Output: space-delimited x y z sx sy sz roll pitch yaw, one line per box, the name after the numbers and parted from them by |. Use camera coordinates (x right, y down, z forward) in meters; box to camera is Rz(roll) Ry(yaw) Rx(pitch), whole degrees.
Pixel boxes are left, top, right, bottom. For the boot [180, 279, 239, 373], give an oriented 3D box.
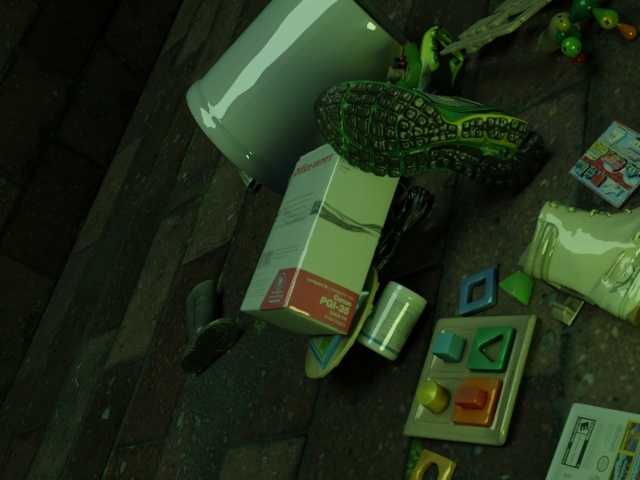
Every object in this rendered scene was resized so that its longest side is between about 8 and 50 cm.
-0.237 0.164 1.865 0.189 0.076 0.208 -38 26 28 | boot

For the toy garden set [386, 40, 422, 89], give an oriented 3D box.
0.127 -0.244 1.575 0.204 0.049 0.244 -91 9 -58 | toy garden set

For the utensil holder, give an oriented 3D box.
-0.028 -0.335 1.773 0.385 0.327 0.327 -45 30 17 | utensil holder

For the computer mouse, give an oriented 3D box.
0.054 -0.056 1.546 0.272 0.072 0.188 32 85 32 | computer mouse

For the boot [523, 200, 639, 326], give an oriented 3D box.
0.351 -0.025 1.024 0.165 0.077 0.213 27 88 37 | boot

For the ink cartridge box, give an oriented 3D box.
0.000 0.000 1.376 0.207 0.117 0.283 -14 53 66 | ink cartridge box

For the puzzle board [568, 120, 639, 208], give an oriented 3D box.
0.398 -0.106 1.163 0.096 0.011 0.128 -51 28 12 | puzzle board

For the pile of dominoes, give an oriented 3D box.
0.331 -0.375 1.474 0.196 0.040 0.251 -38 14 -14 | pile of dominoes

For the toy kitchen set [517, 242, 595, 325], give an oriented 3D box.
0.295 0.057 1.087 0.068 0.075 0.083 -59 23 -2 | toy kitchen set

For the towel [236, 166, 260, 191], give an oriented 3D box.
-0.114 -0.307 2.165 0.324 0.056 0.312 -49 28 13 | towel

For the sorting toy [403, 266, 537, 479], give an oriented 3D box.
0.190 0.180 1.160 0.196 0.047 0.347 -13 50 53 | sorting toy

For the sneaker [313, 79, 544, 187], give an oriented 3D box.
0.154 -0.163 1.309 0.146 0.343 0.134 -108 33 -68 | sneaker

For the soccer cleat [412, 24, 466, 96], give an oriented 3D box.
0.200 -0.287 1.594 0.121 0.093 0.289 -39 31 43 | soccer cleat

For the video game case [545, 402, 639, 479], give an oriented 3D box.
0.307 0.287 0.881 0.206 0.026 0.227 -2 59 58 | video game case

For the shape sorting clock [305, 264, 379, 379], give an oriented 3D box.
0.035 0.131 1.388 0.206 0.040 0.206 -59 13 23 | shape sorting clock

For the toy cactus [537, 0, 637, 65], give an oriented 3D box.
0.408 -0.348 1.337 0.180 0.112 0.219 137 153 -65 | toy cactus

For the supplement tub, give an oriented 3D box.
0.109 0.124 1.327 0.107 0.071 0.071 -60 27 -6 | supplement tub
